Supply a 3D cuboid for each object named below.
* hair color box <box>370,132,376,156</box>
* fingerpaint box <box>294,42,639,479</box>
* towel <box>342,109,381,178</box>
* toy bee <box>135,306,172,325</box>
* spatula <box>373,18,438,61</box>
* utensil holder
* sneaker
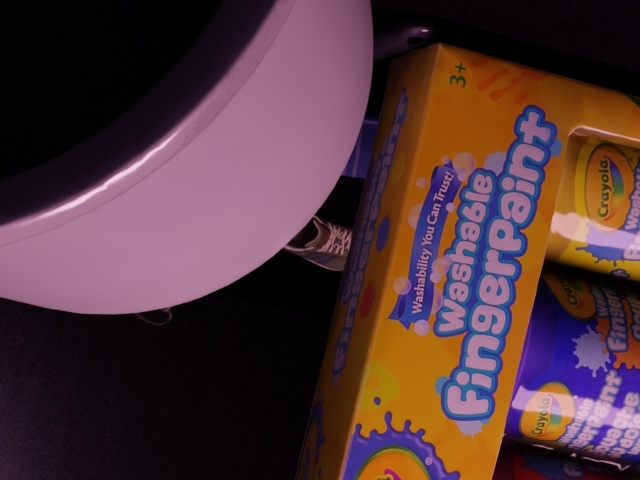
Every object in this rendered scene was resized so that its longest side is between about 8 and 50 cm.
[{"bbox_3d":[0.232,-0.031,1.632,0.347,0.105,0.174,13,169,-23],"label":"hair color box"},{"bbox_3d":[0.197,0.102,1.420,0.371,0.445,0.163,14,178,-12],"label":"fingerpaint box"},{"bbox_3d":[-0.036,-0.118,1.766,0.336,0.040,0.243,9,170,2],"label":"towel"},{"bbox_3d":[-0.251,-0.056,2.165,0.195,0.162,0.298,18,149,16],"label":"toy bee"},{"bbox_3d":[-0.002,-0.155,1.448,0.084,0.030,0.296,16,170,-35],"label":"spatula"},{"bbox_3d":[-0.137,-0.128,0.817,0.327,0.327,0.385,11,173,8],"label":"utensil holder"},{"bbox_3d":[0.000,0.000,2.364,0.192,0.064,0.086,16,176,-8],"label":"sneaker"}]
